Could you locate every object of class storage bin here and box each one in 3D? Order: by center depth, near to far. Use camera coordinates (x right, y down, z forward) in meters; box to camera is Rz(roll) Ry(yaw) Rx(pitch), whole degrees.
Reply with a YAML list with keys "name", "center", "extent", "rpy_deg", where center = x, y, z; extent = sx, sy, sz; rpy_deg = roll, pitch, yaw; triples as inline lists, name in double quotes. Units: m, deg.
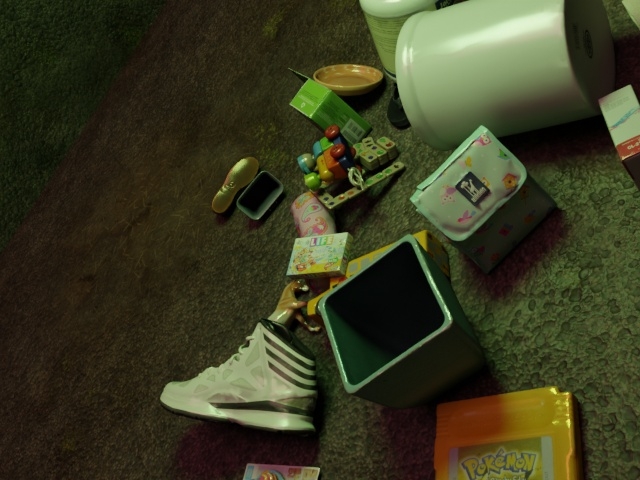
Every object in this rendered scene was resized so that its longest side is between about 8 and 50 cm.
- name: "storage bin"
  center: [-0.173, -0.133, 2.321]
  extent: [0.135, 0.098, 0.091]
  rpy_deg: [-50, 12, 4]

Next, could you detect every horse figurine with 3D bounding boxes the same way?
- name: "horse figurine"
  center: [-0.090, 0.222, 1.991]
  extent: [0.174, 0.066, 0.263]
  rpy_deg: [25, 78, 42]

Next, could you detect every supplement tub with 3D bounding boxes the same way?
- name: "supplement tub"
  center: [0.234, -0.582, 2.030]
  extent: [0.235, 0.325, 0.235]
  rpy_deg: [-13, 47, 15]

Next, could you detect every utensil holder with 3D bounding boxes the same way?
- name: "utensil holder"
  center: [0.415, -0.391, 1.765]
  extent: [0.385, 0.327, 0.328]
  rpy_deg: [-7, 57, 37]

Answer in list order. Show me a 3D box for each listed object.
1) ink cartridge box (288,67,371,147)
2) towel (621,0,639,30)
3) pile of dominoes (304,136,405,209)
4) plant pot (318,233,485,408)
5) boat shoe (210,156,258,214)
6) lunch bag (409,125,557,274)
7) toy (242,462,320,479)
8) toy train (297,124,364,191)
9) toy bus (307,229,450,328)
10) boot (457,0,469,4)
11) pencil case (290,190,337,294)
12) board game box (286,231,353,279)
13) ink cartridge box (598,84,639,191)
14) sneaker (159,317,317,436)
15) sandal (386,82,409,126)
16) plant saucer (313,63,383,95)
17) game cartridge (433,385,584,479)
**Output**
- name: "ink cartridge box"
  center: [-0.001, -0.369, 2.243]
  extent: [0.097, 0.188, 0.255]
  rpy_deg: [-53, 38, 2]
- name: "towel"
  center: [0.780, -0.485, 1.691]
  extent: [0.187, 0.049, 0.282]
  rpy_deg: [-31, 43, 22]
- name: "pile of dominoes"
  center: [0.078, -0.193, 2.070]
  extent: [0.251, 0.040, 0.196]
  rpy_deg: [-30, 40, -14]
- name: "plant pot"
  center: [0.188, 0.192, 1.600]
  extent: [0.248, 0.252, 0.247]
  rpy_deg: [-37, 43, 17]
- name: "boat shoe"
  center: [-0.265, -0.168, 2.439]
  extent: [0.207, 0.073, 0.073]
  rpy_deg: [-50, -1, -7]
- name: "lunch bag"
  center: [0.331, -0.089, 1.662]
  extent: [0.223, 0.262, 0.160]
  rpy_deg: [-45, 40, 8]
- name: "toy"
  center: [-0.115, 0.563, 1.772]
  extent: [0.237, 0.056, 0.137]
  rpy_deg: [-9, 55, 40]
- name: "toy train"
  center: [0.023, -0.169, 1.996]
  extent: [0.143, 0.105, 0.248]
  rpy_deg: [-30, 39, 15]
- name: "toy bus"
  center: [0.128, 0.102, 1.835]
  extent: [0.332, 0.108, 0.130]
  rpy_deg: [-24, 47, 30]
- name: "boot"
  center: [0.359, -0.701, 2.205]
  extent: [0.338, 0.118, 0.223]
  rpy_deg: [14, 77, 52]
- name: "pencil case"
  center: [0.000, 0.000, 2.030]
  extent: [0.124, 0.124, 0.284]
  rpy_deg: [-33, 43, 22]
- name: "board game box"
  center: [-0.002, 0.038, 1.894]
  extent: [0.154, 0.026, 0.103]
  rpy_deg: [-7, 56, 34]
- name: "ink cartridge box"
  center: [0.623, -0.200, 1.568]
  extent: [0.072, 0.127, 0.175]
  rpy_deg: [-26, 47, 27]
- name: "sneaker"
  center: [-0.185, 0.314, 1.904]
  extent: [0.447, 0.169, 0.258]
  rpy_deg: [0, 75, 33]
- name: "sandal"
  center: [0.229, -0.420, 2.162]
  extent: [0.097, 0.054, 0.255]
  rpy_deg: [-8, 57, 40]
- name: "plant saucer"
  center: [0.079, -0.457, 2.272]
  extent: [0.199, 0.037, 0.200]
  rpy_deg: [0, 30, 0]
- name: "game cartridge"
  center: [0.333, 0.435, 1.441]
  extent: [0.285, 0.052, 0.324]
  rpy_deg: [-18, 52, 34]
